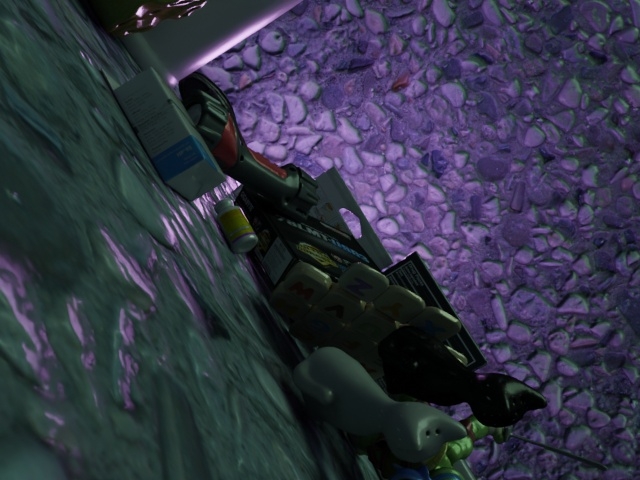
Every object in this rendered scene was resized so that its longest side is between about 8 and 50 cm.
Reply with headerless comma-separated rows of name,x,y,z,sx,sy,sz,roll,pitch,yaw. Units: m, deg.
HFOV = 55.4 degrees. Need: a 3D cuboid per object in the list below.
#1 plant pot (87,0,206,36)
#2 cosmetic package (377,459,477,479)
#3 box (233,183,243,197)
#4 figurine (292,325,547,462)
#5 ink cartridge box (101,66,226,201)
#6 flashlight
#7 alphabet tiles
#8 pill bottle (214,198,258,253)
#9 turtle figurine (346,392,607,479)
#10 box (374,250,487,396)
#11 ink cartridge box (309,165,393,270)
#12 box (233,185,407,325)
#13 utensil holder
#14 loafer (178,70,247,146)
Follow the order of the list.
plant pot,-0.313,-0.484,0.988,0.276,0.275,0.254,-120,-170,-76
cosmetic package,0.199,0.427,1.067,0.225,0.138,0.224,60,2,41
box,-0.121,-0.069,1.532,0.203,0.103,0.114,58,1,-13
figurine,0.108,0.175,0.689,0.209,0.214,0.093,10,-76,53
ink cartridge box,-0.201,-0.149,0.793,0.180,0.060,0.104,58,1,11
flashlight,-0.120,-0.141,1.050,0.304,0.103,0.103,27,14,-47
alphabet tiles,0.064,0.133,0.889,0.284,0.021,0.278,31,-34,-7
pill bottle,-0.133,-0.024,0.941,0.083,0.043,0.043,59,0,21
turtle figurine,0.160,0.310,0.812,0.274,0.198,0.266,12,7,-18
box,0.174,0.231,1.417,0.296,0.293,0.183,59,1,10
ink cartridge box,0.000,0.000,1.442,0.275,0.238,0.060,58,0,-3
box,-0.002,0.034,1.150,0.295,0.073,0.293,26,18,-34
utensil holder,-0.256,-0.549,1.259,0.328,0.385,0.327,58,0,0
loafer,-0.261,-0.292,1.570,0.303,0.109,0.095,61,3,-29
